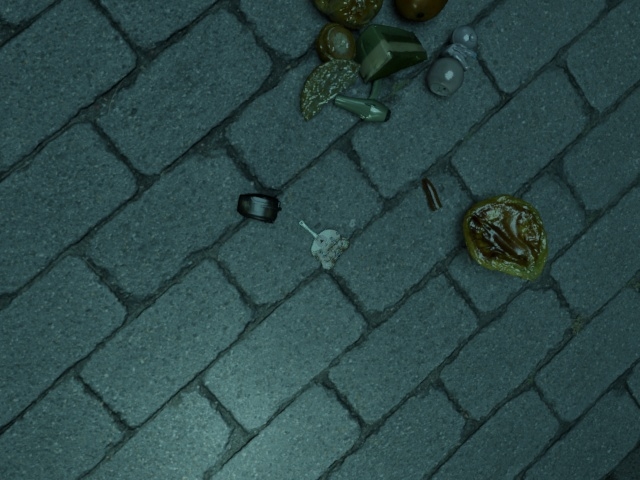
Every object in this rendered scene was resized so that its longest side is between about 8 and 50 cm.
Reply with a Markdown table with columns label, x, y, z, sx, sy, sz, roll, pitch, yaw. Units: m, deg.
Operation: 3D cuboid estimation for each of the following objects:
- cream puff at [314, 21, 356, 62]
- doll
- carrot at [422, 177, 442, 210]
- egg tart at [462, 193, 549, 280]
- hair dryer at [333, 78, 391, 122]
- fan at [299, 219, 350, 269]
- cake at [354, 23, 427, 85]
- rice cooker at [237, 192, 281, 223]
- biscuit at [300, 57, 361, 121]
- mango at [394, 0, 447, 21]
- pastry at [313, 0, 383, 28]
| label | x | y | z | sx | sy | sz | roll | pitch | yaw |
| --- | --- | --- | --- | --- | --- | --- | --- | --- | --- |
| cream puff | 0.052 | -0.726 | 1.736 | 0.149 | 0.115 | 0.166 | -10 | 107 | -23 |
| doll | 0.524 | -0.714 | 1.817 | 0.150 | 0.151 | 0.288 | 27 | 85 | -11 |
| carrot | 0.454 | -0.191 | 1.890 | 0.048 | 0.048 | 0.139 | -23 | 97 | -8 |
| egg tart | 0.741 | -0.016 | 1.876 | 0.350 | 0.153 | 0.340 | 10 | 78 | 2 |
| hair dryer | 0.158 | -0.566 | 1.801 | 0.218 | 0.088 | 0.225 | -3 | 82 | -6 |
| fan | 0.000 | 0.000 | 1.842 | 0.226 | 0.008 | 0.153 | 41 | 88 | -11 |
| cake | 0.284 | -0.730 | 1.738 | 0.283 | 0.172 | 0.158 | -22 | 84 | -10 |
| rice cooker | -0.230 | -0.125 | 1.739 | 0.165 | 0.112 | 0.107 | 18 | 97 | -11 |
| biscuit | 0.018 | -0.584 | 1.727 | 0.289 | 0.038 | 0.141 | -37 | 126 | 14 |
| mango | 0.401 | -0.979 | 1.759 | 0.211 | 0.173 | 0.318 | 26 | 78 | -5 |
| pastry | 0.098 | -0.947 | 1.688 | 0.315 | 0.184 | 0.284 | 44 | 80 | -9 |
